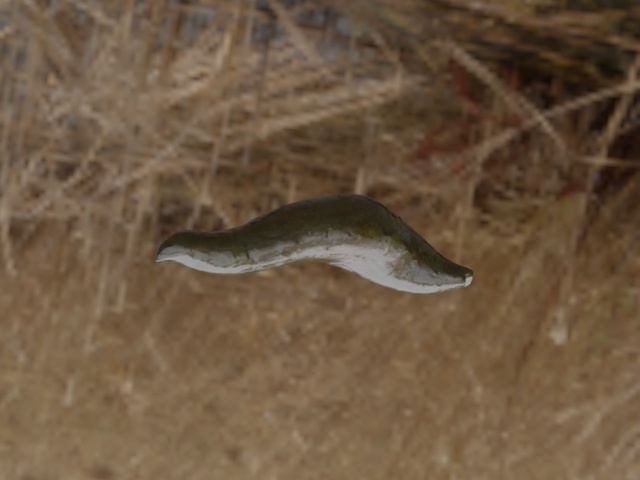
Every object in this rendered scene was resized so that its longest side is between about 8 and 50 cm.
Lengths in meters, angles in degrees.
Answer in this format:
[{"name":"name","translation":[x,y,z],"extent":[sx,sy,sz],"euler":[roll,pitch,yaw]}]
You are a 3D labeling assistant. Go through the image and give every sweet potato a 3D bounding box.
[{"name":"sweet potato","translation":[-0.001,-0.002,1.219],"extent":[0.249,0.069,0.059],"euler":[6,-176,-29]}]
